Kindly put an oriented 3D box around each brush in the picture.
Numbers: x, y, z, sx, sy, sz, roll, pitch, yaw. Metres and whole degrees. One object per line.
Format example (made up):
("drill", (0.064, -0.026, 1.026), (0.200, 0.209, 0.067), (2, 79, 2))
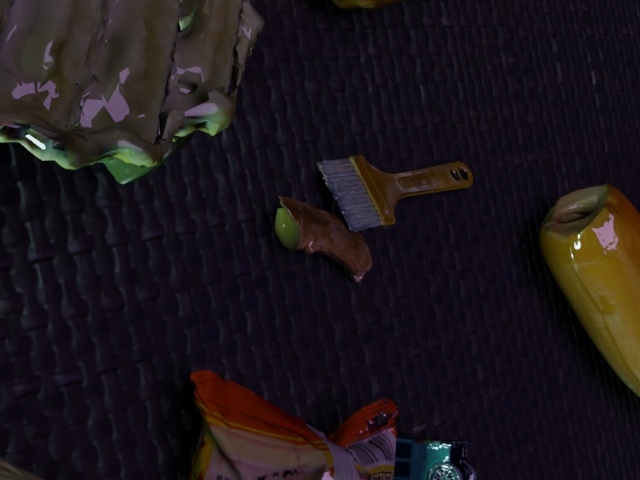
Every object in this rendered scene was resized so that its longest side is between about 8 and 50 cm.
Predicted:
("brush", (0.090, -0.058, 0.827), (0.218, 0.010, 0.083), (-12, 68, -42))

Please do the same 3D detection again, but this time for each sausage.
("sausage", (0.388, 0.093, 0.996), (0.354, 0.116, 0.134), (54, 41, -23))

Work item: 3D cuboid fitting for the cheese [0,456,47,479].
("cheese", (-0.234, 0.214, 0.446), (0.248, 0.173, 0.251), (51, 62, -23))

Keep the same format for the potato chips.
("potato chips", (-0.150, -0.248, 0.434), (0.358, 0.070, 0.429), (27, 60, -45))

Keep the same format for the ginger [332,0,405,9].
("ginger", (0.041, -0.366, 0.695), (0.357, 0.274, 0.152), (46, 39, -28))

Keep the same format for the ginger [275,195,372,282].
("ginger", (0.000, -0.005, 0.743), (0.137, 0.057, 0.044), (24, 113, -43))

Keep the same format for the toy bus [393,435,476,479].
("toy bus", (0.091, 0.264, 0.745), (0.079, 0.091, 0.160), (29, 63, -64))

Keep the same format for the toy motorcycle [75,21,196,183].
("toy motorcycle", (-0.129, -0.184, 0.606), (0.275, 0.127, 0.205), (-51, 120, -36))

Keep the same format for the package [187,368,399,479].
("package", (-0.038, 0.255, 0.636), (0.223, 0.108, 0.288), (18, 75, -34))
